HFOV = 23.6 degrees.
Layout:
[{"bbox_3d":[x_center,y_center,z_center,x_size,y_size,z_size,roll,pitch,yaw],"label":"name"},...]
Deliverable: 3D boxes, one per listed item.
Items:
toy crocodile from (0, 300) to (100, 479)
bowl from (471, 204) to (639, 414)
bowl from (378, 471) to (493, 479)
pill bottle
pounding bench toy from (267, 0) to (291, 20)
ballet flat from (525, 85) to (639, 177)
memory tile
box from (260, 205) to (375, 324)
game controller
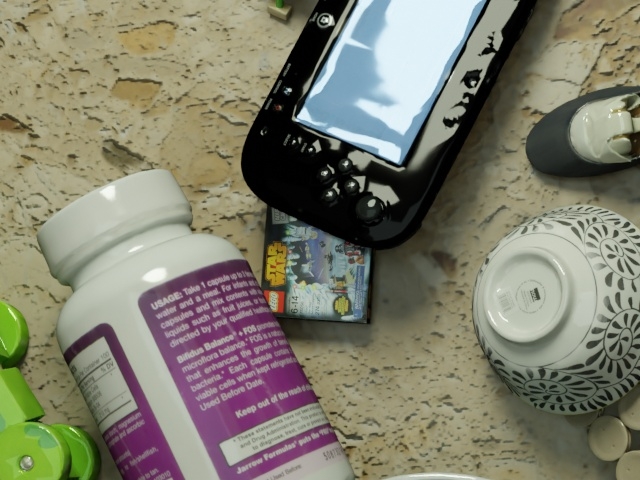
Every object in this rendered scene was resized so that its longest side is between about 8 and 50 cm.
[{"bbox_3d":[-0.281,0.137,1.285,0.105,0.115,0.340,-31,80,2],"label":"toy crocodile"},{"bbox_3d":[0.178,0.047,1.195,0.170,0.080,0.170,-9,74,34],"label":"bowl"},{"bbox_3d":[0.100,0.329,1.175,0.311,0.163,0.311,-1,85,10],"label":"bowl"},{"bbox_3d":[-0.109,0.102,1.232,0.169,0.169,0.301,-28,81,7],"label":"pill bottle"},{"bbox_3d":[-0.028,-0.234,1.300,0.052,0.065,0.083,17,88,11],"label":"pounding bench toy"},{"bbox_3d":[0.264,-0.097,1.231,0.203,0.074,0.074,-9,83,10],"label":"ballet flat"},{"bbox_3d":[0.240,0.118,1.203,0.113,0.012,0.148,-54,54,26],"label":"memory tile"},{"bbox_3d":[0.000,0.000,1.292,0.094,0.027,0.137,3,85,11],"label":"box"},{"bbox_3d":[0.064,-0.152,1.259,0.166,0.067,0.319,26,81,10],"label":"game controller"}]
